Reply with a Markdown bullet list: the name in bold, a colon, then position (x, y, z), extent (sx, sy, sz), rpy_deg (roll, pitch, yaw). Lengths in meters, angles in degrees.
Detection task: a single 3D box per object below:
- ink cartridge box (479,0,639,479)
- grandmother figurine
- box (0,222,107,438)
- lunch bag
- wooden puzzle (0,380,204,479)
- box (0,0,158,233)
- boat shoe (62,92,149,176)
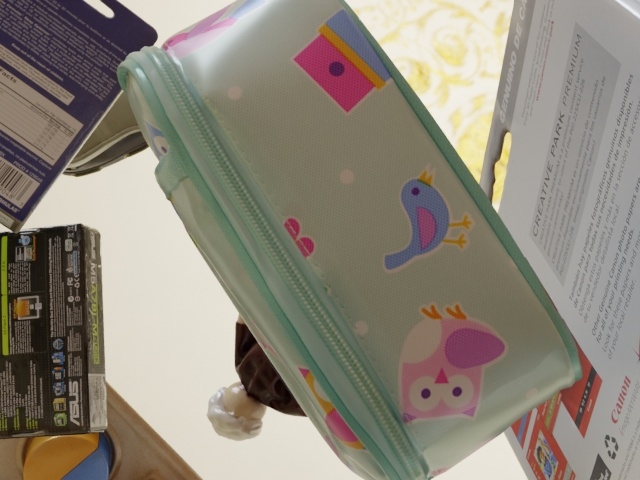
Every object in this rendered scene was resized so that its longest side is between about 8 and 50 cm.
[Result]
- **ink cartridge box**: position (0.196, 0.012, 0.579), extent (0.130, 0.310, 0.272), rpy_deg (-4, -144, -14)
- **grandmother figurine**: position (-0.050, 0.166, 1.473), extent (0.104, 0.342, 0.208), rpy_deg (10, -145, -48)
- **box**: position (-0.291, 0.087, 0.940), extent (0.184, 0.045, 0.191), rpy_deg (-7, -100, 13)
- **lunch bag**: position (0.000, 0.000, 0.497), extent (0.107, 0.279, 0.224), rpy_deg (-35, -93, -7)
- **wooden puzzle**: position (-0.294, 0.336, 1.142), extent (0.322, 0.080, 0.348), rpy_deg (-39, -77, 2)
- **box**: position (-0.246, -0.132, 0.857), extent (0.136, 0.036, 0.225), rpy_deg (36, -119, -11)
- **boat shoe**: position (-0.243, -0.152, 1.311), extent (0.227, 0.069, 0.081), rpy_deg (-26, -103, -14)
